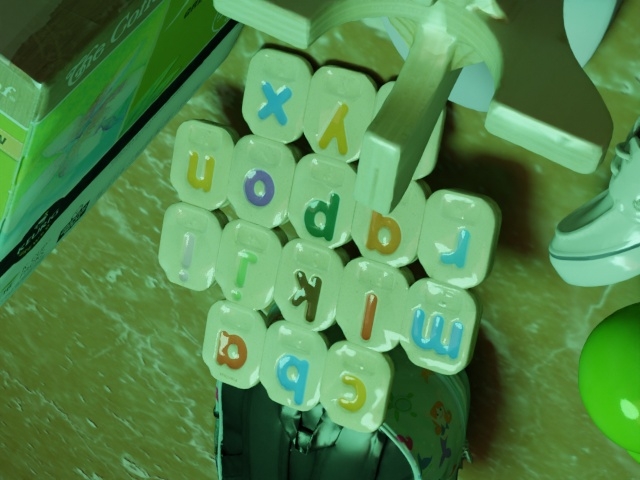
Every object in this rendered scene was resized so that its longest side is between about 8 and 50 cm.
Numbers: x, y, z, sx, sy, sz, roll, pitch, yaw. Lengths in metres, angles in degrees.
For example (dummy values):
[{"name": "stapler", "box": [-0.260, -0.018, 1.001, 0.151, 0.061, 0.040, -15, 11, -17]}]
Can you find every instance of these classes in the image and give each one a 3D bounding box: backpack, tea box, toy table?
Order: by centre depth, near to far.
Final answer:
[{"name": "toy table", "box": [0.082, -0.144, 0.868, 0.252, 0.161, 0.274, 19, 142, 23]}, {"name": "tea box", "box": [-0.189, -0.171, 0.917, 0.220, 0.329, 0.323, 36, 147, 1]}, {"name": "backpack", "box": [0.022, 0.164, 1.269, 0.225, 0.191, 0.253, 24, 145, 21]}]

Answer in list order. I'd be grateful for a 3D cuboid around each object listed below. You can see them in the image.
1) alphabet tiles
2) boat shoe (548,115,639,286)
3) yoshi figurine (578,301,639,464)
[{"name": "alphabet tiles", "box": [0.000, 0.000, 1.117, 0.284, 0.021, 0.278, 17, 107, 25]}, {"name": "boat shoe", "box": [0.235, -0.051, 0.923, 0.084, 0.095, 0.258, 48, 134, -11]}, {"name": "yoshi figurine", "box": [0.313, 0.099, 0.954, 0.362, 0.203, 0.203, -18, 104, 54]}]
